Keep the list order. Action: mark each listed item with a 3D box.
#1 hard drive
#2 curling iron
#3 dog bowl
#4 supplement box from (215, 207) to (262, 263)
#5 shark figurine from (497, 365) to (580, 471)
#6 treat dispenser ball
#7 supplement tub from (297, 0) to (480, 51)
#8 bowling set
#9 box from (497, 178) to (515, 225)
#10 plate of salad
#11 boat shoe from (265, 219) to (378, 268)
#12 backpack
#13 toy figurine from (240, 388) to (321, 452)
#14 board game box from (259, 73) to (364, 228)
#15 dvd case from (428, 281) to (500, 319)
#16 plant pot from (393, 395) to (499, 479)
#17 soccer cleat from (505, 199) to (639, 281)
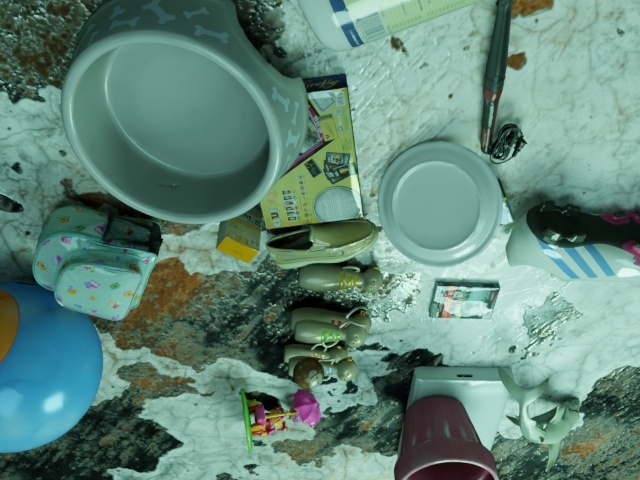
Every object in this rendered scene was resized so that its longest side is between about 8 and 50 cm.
[{"bbox_3d":[0.284,0.386,1.597,0.203,0.040,0.307,1,130,-3],"label":"hard drive"},{"bbox_3d":[0.265,-0.228,1.075,0.068,0.035,0.274,-11,131,2],"label":"curling iron"},{"bbox_3d":[-0.195,-0.169,1.029,0.349,0.102,0.348,6,131,6],"label":"dog bowl"},{"bbox_3d":[-0.130,-0.018,1.199,0.062,0.098,0.036,25,129,-23],"label":"supplement box"},{"bbox_3d":[0.422,0.362,1.507,0.278,0.116,0.166,31,81,-44],"label":"shark figurine"},{"bbox_3d":[-0.520,0.213,1.260,0.288,0.288,0.288,-1,130,-1],"label":"treat dispenser ball"},{"bbox_3d":[0.120,-0.370,0.817,0.325,0.235,0.235,-18,129,13],"label":"supplement tub"},{"bbox_3d":[0.023,0.196,1.331,0.154,0.199,0.287,5,134,-7],"label":"bowling set"},{"bbox_3d":[0.228,-0.039,1.222,0.169,0.054,0.059,-20,128,14],"label":"box"},{"bbox_3d":[0.188,-0.057,1.166,0.200,0.048,0.199,4,101,23],"label":"plate of salad"},{"bbox_3d":[0.000,0.000,1.229,0.190,0.068,0.072,-17,146,13],"label":"boat shoe"},{"bbox_3d":[-0.372,0.034,1.211,0.189,0.144,0.166,20,132,-14],"label":"backpack"},{"bbox_3d":[-0.078,0.367,1.536,0.159,0.130,0.173,-8,153,-7],"label":"toy figurine"},{"bbox_3d":[-0.026,-0.131,1.144,0.165,0.042,0.243,-6,131,4],"label":"board game box"},{"bbox_3d":[0.268,0.113,1.380,0.120,0.013,0.087,2,130,-2],"label":"dvd case"},{"bbox_3d":[0.242,0.420,1.479,0.202,0.180,0.201,-1,130,-1],"label":"plant pot"},{"bbox_3d":[0.474,0.018,1.256,0.331,0.116,0.143,12,145,-9],"label":"soccer cleat"}]
